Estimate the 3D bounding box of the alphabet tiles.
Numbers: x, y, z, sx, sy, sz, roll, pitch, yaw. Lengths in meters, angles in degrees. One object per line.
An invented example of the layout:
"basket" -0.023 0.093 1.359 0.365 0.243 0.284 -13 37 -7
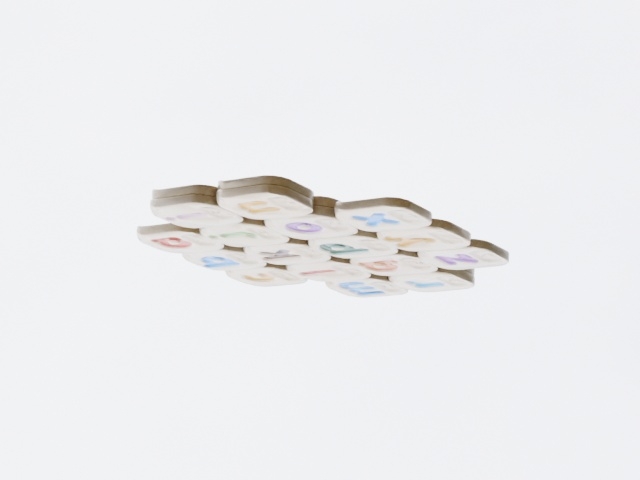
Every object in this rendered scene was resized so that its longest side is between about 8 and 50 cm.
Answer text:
"alphabet tiles" 0.000 0.000 1.341 0.284 0.278 0.021 24 -114 -48
